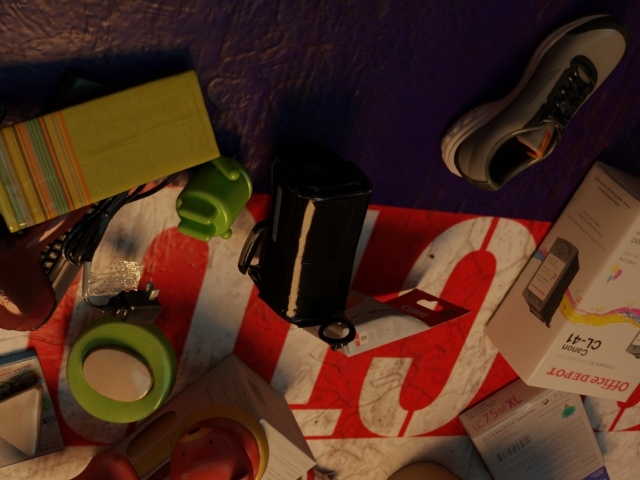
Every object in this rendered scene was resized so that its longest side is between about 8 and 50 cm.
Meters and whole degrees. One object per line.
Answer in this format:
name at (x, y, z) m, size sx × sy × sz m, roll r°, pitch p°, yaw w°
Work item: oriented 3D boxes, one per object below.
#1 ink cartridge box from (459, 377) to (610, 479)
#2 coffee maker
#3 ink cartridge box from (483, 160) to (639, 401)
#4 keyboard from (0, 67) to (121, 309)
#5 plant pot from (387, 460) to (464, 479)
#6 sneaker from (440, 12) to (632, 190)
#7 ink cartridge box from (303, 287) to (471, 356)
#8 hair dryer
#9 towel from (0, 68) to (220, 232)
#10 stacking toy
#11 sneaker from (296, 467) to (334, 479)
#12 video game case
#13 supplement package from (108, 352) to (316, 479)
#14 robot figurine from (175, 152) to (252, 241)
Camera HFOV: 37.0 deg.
ink cartridge box at (0.361, 0.344, 1.580) m, size 0.185 × 0.065 × 0.311 m, roll -31°, pitch 127°, yaw -1°
coffee maker at (0.000, 0.000, 1.109) m, size 0.120 × 0.171 × 0.178 m, roll -29°, pitch 140°, yaw -44°
ink cartridge box at (0.417, 0.068, 1.368) m, size 0.226 × 0.131 × 0.306 m, roll 14°, pitch 115°, yaw -31°
keyboard at (-0.320, -0.042, 1.027) m, size 0.201 × 0.033 × 0.317 m, roll 21°, pitch 111°, yaw -33°
plant pot at (0.200, 0.481, 1.465) m, size 0.256 × 0.274 × 0.257 m, roll -11°, pitch 126°, yaw -16°
sneaker at (0.276, -0.160, 1.161) m, size 0.271 × 0.108 × 0.100 m, roll -44°, pitch 127°, yaw 8°
ink cartridge box at (0.079, 0.086, 1.222) m, size 0.179 × 0.145 × 0.045 m, roll -19°, pitch 107°, yaw -21°
hair dryer at (-0.298, -0.011, 1.013) m, size 0.293 × 0.080 × 0.224 m, roll -2°, pitch 107°, yaw -34°
towel at (-0.223, -0.095, 0.979) m, size 0.237 × 0.021 × 0.102 m, roll -23°, pitch 111°, yaw -23°
stacking toy at (-0.244, 0.255, 1.102) m, size 0.309 × 0.130 × 0.280 m, roll -34°, pitch 97°, yaw 4°
sneaker at (-0.003, 0.362, 1.442) m, size 0.067 × 0.042 × 0.118 m, roll -15°, pitch 135°, yaw -9°
video game case at (-0.393, 0.215, 1.184) m, size 0.119 × 0.015 × 0.166 m, roll -14°, pitch 127°, yaw -14°
supplement package at (-0.154, 0.295, 1.265) m, size 0.244 × 0.139 × 0.134 m, roll -39°, pitch 129°, yaw 4°
robot figurine at (-0.118, -0.049, 1.067) m, size 0.067 × 0.115 × 0.101 m, roll 17°, pitch 131°, yaw 11°
